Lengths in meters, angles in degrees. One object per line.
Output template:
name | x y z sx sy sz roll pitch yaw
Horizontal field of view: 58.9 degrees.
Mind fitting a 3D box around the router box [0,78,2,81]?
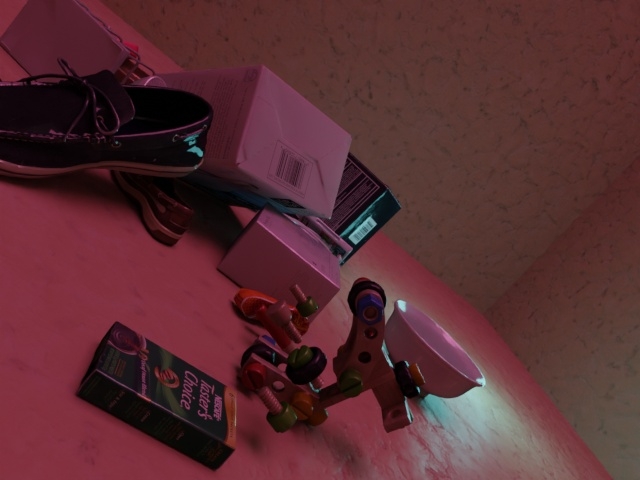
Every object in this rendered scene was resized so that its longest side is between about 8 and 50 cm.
router box | -0.605 -0.275 0.957 0.179 0.046 0.133 47 13 25

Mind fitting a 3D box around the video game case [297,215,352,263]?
video game case | 0.000 0.000 1.724 0.183 0.023 0.201 42 -22 3

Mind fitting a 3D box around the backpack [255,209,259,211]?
backpack | -0.190 -0.199 1.724 0.116 0.173 0.158 32 13 -38

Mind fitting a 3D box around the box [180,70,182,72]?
box | -0.388 -0.369 1.728 0.143 0.165 0.270 31 15 -42

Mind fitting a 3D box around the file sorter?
file sorter | -0.560 -0.432 1.344 0.277 0.193 0.173 43 8 11

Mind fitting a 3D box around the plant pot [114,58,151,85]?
plant pot | -0.528 -0.414 1.581 0.237 0.110 0.237 40 10 -9

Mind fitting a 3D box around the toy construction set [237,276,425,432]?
toy construction set | 0.019 0.211 0.914 0.237 0.257 0.309 56 -16 -16

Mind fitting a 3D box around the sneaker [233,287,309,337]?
sneaker | -0.088 0.135 1.092 0.175 0.064 0.067 36 2 -36

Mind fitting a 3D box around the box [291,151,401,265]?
box | 0.062 -0.130 1.942 0.294 0.296 0.182 48 4 30

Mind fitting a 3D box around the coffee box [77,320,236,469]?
coffee box | -0.181 0.178 0.665 0.184 0.040 0.113 38 12 -18

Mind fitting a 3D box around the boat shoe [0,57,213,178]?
boat shoe | -0.386 -0.205 0.937 0.500 0.156 0.187 -4 52 -49

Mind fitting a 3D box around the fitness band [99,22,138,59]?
fitness band | -0.665 -0.581 1.606 0.290 0.054 0.209 13 5 -13

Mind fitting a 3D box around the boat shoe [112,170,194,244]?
boat shoe | -0.322 -0.104 1.123 0.257 0.095 0.095 48 13 30

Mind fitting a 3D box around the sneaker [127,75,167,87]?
sneaker | -0.450 -0.254 1.225 0.094 0.151 0.256 59 45 -31

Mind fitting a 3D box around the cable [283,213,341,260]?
cable | -0.060 0.023 1.540 0.257 0.089 0.257 39 12 -6

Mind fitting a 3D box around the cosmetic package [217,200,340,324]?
cosmetic package | -0.082 0.049 1.245 0.224 0.138 0.224 38 11 -9

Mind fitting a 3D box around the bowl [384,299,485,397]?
bowl | 0.261 0.299 1.442 0.298 0.134 0.298 39 12 -10

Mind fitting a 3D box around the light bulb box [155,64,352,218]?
light bulb box | -0.182 -0.224 1.350 0.360 0.225 0.358 9 -11 37
